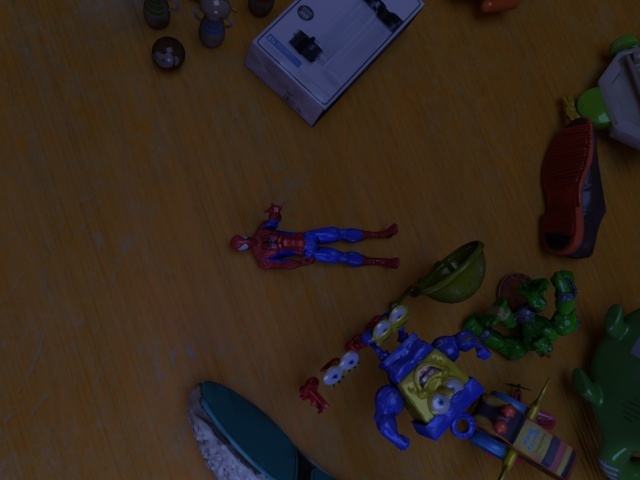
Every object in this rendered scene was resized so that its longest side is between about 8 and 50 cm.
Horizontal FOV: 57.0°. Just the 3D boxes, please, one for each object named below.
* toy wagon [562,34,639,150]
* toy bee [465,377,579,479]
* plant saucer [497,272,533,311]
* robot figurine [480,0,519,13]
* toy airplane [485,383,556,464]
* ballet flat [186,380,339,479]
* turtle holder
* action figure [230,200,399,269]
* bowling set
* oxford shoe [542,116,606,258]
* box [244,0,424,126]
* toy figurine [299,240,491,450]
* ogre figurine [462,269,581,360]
[{"bbox_3d":[0.650,-0.284,1.153,0.345,0.068,0.267,-11,68,10],"label":"toy wagon"},{"bbox_3d":[0.287,0.302,0.925,0.299,0.162,0.195,11,79,-4],"label":"toy bee"},{"bbox_3d":[0.361,0.100,1.078,0.084,0.013,0.083,3,79,-14],"label":"plant saucer"},{"bbox_3d":[0.333,-0.533,1.123,0.220,0.158,0.128,-9,43,-16],"label":"robot figurine"},{"bbox_3d":[0.334,0.324,1.023,0.151,0.028,0.151,2,78,-8],"label":"toy airplane"},{"bbox_3d":[-0.054,0.377,0.863,0.409,0.147,0.147,39,73,-6],"label":"ballet flat"},{"bbox_3d":[0.599,0.277,0.996,0.228,0.243,0.320,24,65,-27],"label":"turtle holder"},{"bbox_3d":[0.000,0.000,0.940,0.281,0.139,0.091,0,79,-12],"label":"action figure"},{"bbox_3d":[-0.203,-0.381,0.938,0.287,0.154,0.199,11,78,-13],"label":"bowling set"},{"bbox_3d":[0.487,-0.098,1.117,0.098,0.097,0.271,15,83,-30],"label":"oxford shoe"},{"bbox_3d":[0.026,-0.363,1.031,0.169,0.087,0.290,43,73,-4],"label":"box"},{"bbox_3d":[0.166,0.194,0.902,0.363,0.191,0.217,-39,83,-20],"label":"toy figurine"},{"bbox_3d":[0.360,0.137,1.012,0.197,0.097,0.118,-40,107,4],"label":"ogre figurine"}]
